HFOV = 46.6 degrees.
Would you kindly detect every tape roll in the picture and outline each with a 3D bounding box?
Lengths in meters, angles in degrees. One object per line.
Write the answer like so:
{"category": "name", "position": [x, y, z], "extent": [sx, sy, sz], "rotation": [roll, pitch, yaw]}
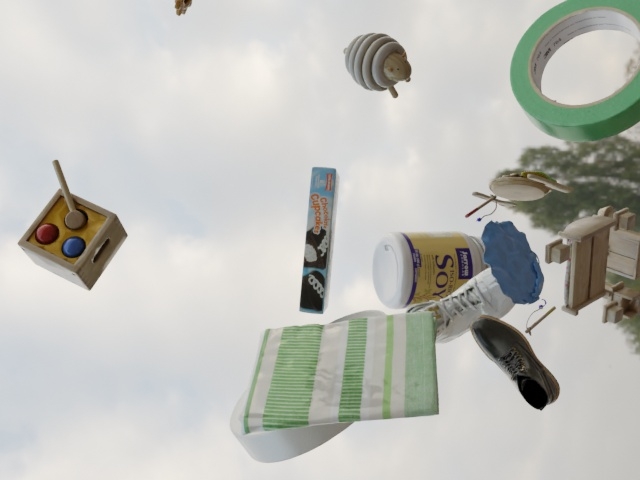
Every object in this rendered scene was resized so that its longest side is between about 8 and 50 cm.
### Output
{"category": "tape roll", "position": [0.564, -0.367, 1.564], "extent": [0.077, 0.321, 0.322], "rotation": [32, -112, -52]}
{"category": "tape roll", "position": [-0.007, 0.281, 1.487], "extent": [0.072, 0.392, 0.392], "rotation": [55, -133, -12]}

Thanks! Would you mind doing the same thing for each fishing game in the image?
{"category": "fishing game", "position": [0.371, 0.043, 1.458], "extent": [0.189, 0.041, 0.264], "rotation": [-30, -90, -48]}

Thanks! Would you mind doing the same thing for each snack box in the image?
{"category": "snack box", "position": [0.000, 0.000, 1.711], "extent": [0.187, 0.060, 0.322], "rotation": [2, -86, -86]}

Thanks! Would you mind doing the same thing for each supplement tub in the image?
{"category": "supplement tub", "position": [0.352, 0.090, 2.320], "extent": [0.331, 0.241, 0.241], "rotation": [-1, -83, -20]}

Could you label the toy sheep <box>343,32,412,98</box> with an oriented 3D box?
{"category": "toy sheep", "position": [0.079, -0.256, 1.070], "extent": [0.091, 0.132, 0.091], "rotation": [-22, -56, -38]}

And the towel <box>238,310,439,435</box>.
{"category": "towel", "position": [0.035, 0.217, 1.244], "extent": [0.248, 0.324, 0.038], "rotation": [-78, -24, -56]}

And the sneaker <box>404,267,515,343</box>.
{"category": "sneaker", "position": [0.295, 0.152, 1.608], "extent": [0.169, 0.292, 0.108], "rotation": [-3, -123, -46]}

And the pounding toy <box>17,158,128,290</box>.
{"category": "pounding toy", "position": [-0.383, -0.024, 1.147], "extent": [0.141, 0.130, 0.100], "rotation": [-61, -14, -23]}

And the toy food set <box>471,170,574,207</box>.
{"category": "toy food set", "position": [0.414, -0.115, 1.539], "extent": [0.132, 0.192, 0.039], "rotation": [15, -105, -26]}

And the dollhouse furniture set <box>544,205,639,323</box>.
{"category": "dollhouse furniture set", "position": [0.598, 0.078, 1.767], "extent": [0.355, 0.173, 0.304], "rotation": [-20, -63, -32]}

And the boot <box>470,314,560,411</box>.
{"category": "boot", "position": [0.337, 0.209, 1.303], "extent": [0.077, 0.198, 0.137], "rotation": [-51, -19, 12]}

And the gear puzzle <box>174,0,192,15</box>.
{"category": "gear puzzle", "position": [-0.225, -0.578, 1.372], "extent": [0.175, 0.044, 0.339], "rotation": [-62, -5, -53]}
